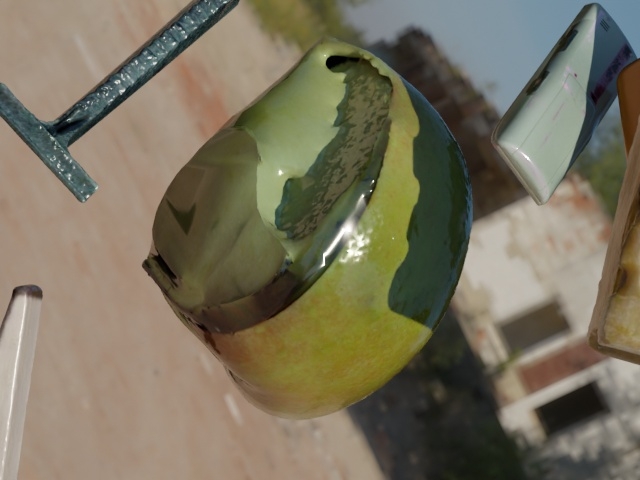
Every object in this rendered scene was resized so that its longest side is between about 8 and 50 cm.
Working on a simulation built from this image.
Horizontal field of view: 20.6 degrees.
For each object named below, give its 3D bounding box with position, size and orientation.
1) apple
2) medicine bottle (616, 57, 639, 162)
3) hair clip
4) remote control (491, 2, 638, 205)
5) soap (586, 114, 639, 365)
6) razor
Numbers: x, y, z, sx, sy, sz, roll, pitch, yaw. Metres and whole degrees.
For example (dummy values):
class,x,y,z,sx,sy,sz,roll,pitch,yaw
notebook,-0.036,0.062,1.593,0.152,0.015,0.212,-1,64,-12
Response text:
class,x,y,z,sx,sy,sz,roll,pitch,yaw
apple,0.000,0.000,1.032,0.174,0.188,0.207,47,-9,-2
medicine bottle,0.292,-0.038,1.186,0.112,0.149,0.222,33,44,-39
hair clip,-0.360,0.205,1.852,0.085,0.101,0.331,52,43,-85
remote control,0.178,-0.098,1.250,0.029,0.166,0.065,-14,-59,50
soap,0.262,0.015,0.879,0.073,0.232,0.140,84,21,-83
razor,-0.091,-0.084,0.851,0.066,0.033,0.190,47,43,-5
